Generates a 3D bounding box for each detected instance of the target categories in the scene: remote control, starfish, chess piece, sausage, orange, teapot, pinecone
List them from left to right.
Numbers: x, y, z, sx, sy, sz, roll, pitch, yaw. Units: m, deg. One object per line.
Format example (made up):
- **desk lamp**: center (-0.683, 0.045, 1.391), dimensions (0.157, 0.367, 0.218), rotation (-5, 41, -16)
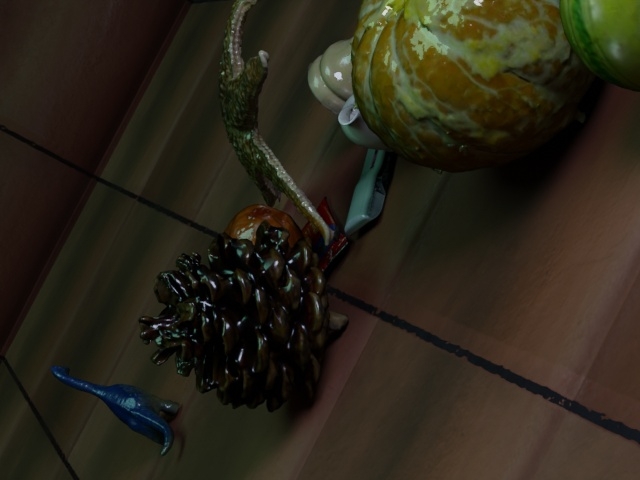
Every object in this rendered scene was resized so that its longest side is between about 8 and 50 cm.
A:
- **pinecone**: center (-0.093, 0.092, 1.925), dimensions (0.243, 0.257, 0.244), rotation (-33, 46, 42)
- **sausage**: center (-0.097, 0.041, 2.153), dimensions (0.258, 0.133, 0.133), rotation (122, 168, -62)
- **starfish**: center (-0.068, -0.173, 2.150), dimensions (0.384, 0.132, 0.398), rotation (-133, 37, -63)
- **remote control**: center (0.071, -0.084, 2.084), dimensions (0.065, 0.029, 0.166), rotation (-38, 30, 50)
- **teapot**: center (0.102, -0.180, 2.028), dimensions (0.145, 0.092, 0.226), rotation (-5, 31, 34)
- **chess piece**: center (0.123, -0.303, 2.114), dimensions (0.307, 0.138, 0.124), rotation (-42, 42, 37)
- **orange**: center (0.179, -0.228, 1.691), dimensions (0.329, 0.249, 0.329), rotation (-55, 19, 29)

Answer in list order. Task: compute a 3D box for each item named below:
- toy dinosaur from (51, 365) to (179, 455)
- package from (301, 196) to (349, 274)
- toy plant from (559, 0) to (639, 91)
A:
- **toy dinosaur**: center (-0.317, 0.259, 2.353), dimensions (0.075, 0.188, 0.247), rotation (-67, 20, 7)
- **package**: center (0.000, 0.000, 2.159), dimensions (0.083, 0.022, 0.200), rotation (-57, 18, 12)
- **toy plant**: center (0.368, -0.218, 1.350), dimensions (0.224, 0.184, 0.316), rotation (-48, 27, -17)
